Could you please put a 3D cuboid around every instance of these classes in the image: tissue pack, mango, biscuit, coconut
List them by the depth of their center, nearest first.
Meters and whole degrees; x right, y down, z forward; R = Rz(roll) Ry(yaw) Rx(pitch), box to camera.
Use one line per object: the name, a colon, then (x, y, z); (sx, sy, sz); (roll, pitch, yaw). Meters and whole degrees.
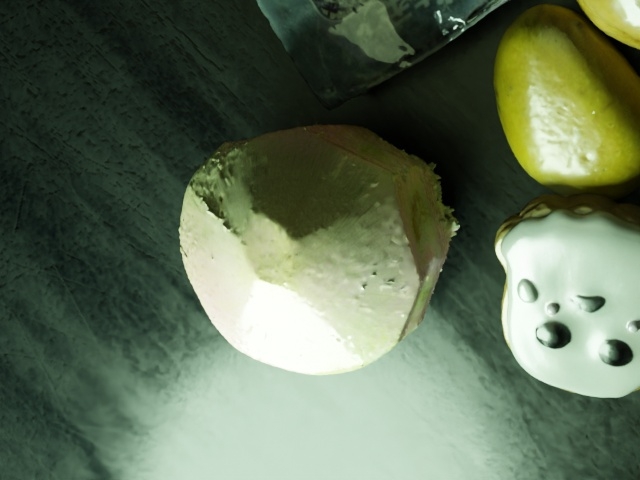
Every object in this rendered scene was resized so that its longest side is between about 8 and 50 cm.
mango: (0.222, -0.121, 1.627); (0.137, 0.098, 0.195); (-5, 122, 28)
tissue pack: (0.023, -0.328, 1.651); (0.259, 0.122, 0.361); (-30, 91, 27)
coconut: (0.000, 0.000, 1.651); (0.233, 0.245, 0.233); (1, 96, 14)
biscuit: (0.243, 0.057, 1.654); (0.181, 0.049, 0.208); (5, 121, 13)

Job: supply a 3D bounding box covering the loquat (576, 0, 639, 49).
loquat: (0.300, -0.253, 1.551); (0.208, 0.208, 0.208); (2, 99, 16)
